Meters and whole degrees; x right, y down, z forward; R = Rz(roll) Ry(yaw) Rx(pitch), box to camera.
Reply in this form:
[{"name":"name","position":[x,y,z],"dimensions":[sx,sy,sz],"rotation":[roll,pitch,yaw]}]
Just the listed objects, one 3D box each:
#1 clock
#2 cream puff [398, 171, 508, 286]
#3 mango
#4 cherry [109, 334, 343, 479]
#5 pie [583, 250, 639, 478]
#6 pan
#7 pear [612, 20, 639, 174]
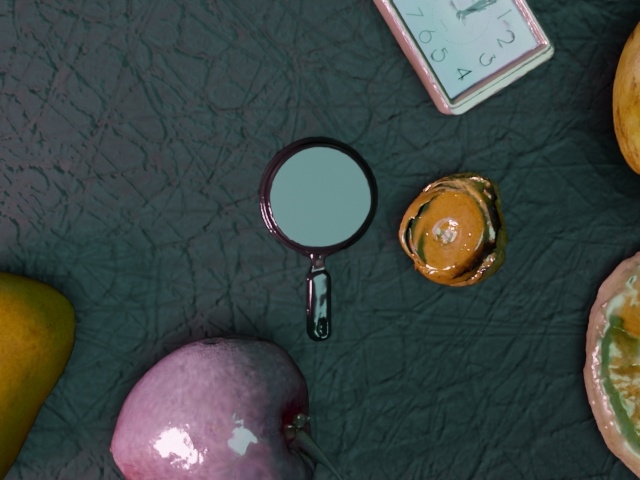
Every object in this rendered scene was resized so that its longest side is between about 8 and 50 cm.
[{"name":"clock","position":[0.156,-0.255,1.848],"dimensions":[0.147,0.071,0.192],"rotation":[-31,98,-2]},{"name":"cream puff","position":[0.155,-0.014,1.856],"dimensions":[0.119,0.104,0.133],"rotation":[16,86,24]},{"name":"mango","position":[-0.401,0.164,1.782],"dimensions":[0.211,0.173,0.317],"rotation":[40,84,-9]},{"name":"cherry","position":[-0.102,0.210,1.810],"dimensions":[0.266,0.183,0.213],"rotation":[-4,82,7]},{"name":"pie","position":[0.462,0.145,1.923],"dimensions":[0.339,0.077,0.339],"rotation":[-1,100,-6]},{"name":"pan","position":[0.000,0.000,1.878],"dimensions":[0.136,0.028,0.235],"rotation":[-2,96,-6]},{"name":"pear","position":[0.466,-0.144,1.784],"dimensions":[0.303,0.304,0.304],"rotation":[-1,96,-6]}]
